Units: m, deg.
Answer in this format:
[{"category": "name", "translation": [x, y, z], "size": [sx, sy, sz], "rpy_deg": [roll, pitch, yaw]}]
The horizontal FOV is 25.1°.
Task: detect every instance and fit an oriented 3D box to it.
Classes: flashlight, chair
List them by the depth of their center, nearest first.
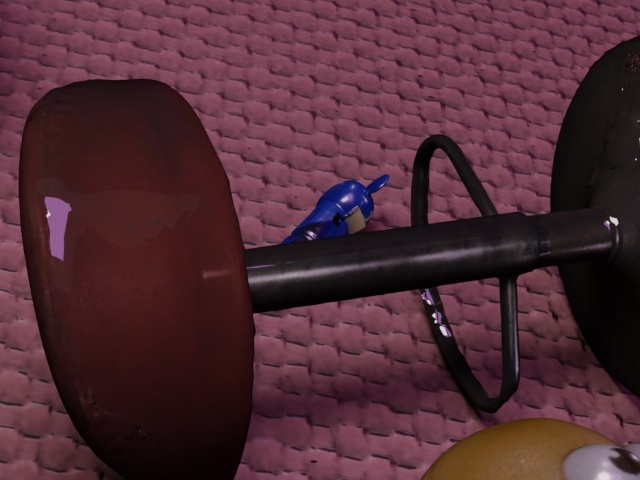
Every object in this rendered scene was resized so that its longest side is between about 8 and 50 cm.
[{"category": "chair", "translation": [0.023, 0.011, 0.763], "size": [0.400, 0.227, 0.226], "rpy_deg": [-7, 48, -25]}, {"category": "flashlight", "translation": [0.000, 0.000, 0.907], "size": [0.035, 0.057, 0.121], "rpy_deg": [55, 50, -16]}]

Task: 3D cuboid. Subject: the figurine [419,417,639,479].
[{"category": "figurine", "translation": [0.136, 0.207, 0.641], "size": [0.167, 0.342, 0.285], "rpy_deg": [-38, 53, 9]}]
